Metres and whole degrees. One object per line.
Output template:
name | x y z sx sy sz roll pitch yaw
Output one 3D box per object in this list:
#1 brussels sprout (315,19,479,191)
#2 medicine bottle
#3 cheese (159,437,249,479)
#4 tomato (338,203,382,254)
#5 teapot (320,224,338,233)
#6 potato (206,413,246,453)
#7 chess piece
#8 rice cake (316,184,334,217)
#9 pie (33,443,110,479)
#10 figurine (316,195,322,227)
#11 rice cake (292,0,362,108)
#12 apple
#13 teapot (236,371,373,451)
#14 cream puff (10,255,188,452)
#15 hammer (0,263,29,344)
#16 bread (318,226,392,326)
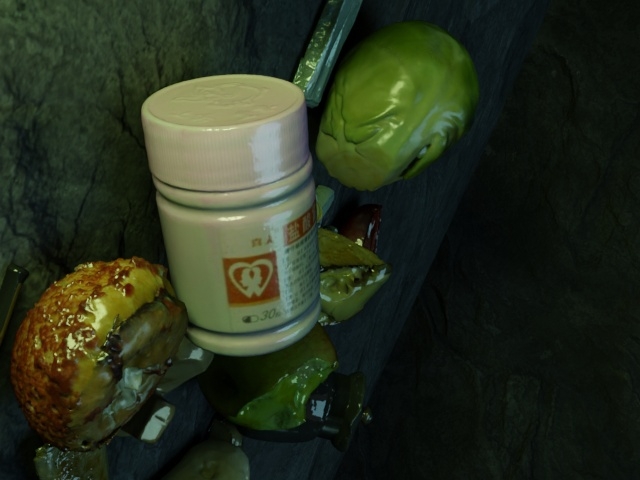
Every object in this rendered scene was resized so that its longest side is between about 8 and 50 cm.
brussels sprout | 0.151 -0.247 1.402 0.344 0.268 0.344 -56 168 -19
medicine bottle | -0.104 -0.032 0.950 0.202 0.202 0.316 -45 140 -48
cheese | -0.248 0.548 1.510 0.251 0.173 0.248 -50 157 -52
tomato | 0.083 0.009 1.849 0.228 0.101 0.228 17 90 -77
teapot | 0.004 0.001 1.680 0.083 0.049 0.064 -28 140 -63
potato | -0.211 0.470 1.632 0.172 0.089 0.100 -67 165 2
chess piece | -0.223 0.167 1.137 0.301 0.137 0.137 -57 161 -14
rice cake | -0.044 -0.028 1.507 0.245 0.045 0.042 -50 158 -39
pie | -0.355 0.348 1.076 0.128 0.068 0.283 -49 156 -45
figurine | -0.085 -0.069 1.138 0.208 0.184 0.128 -18 -154 50
rice cake | 0.011 -0.335 1.252 0.226 0.040 0.085 -67 162 7
apple | -0.101 0.234 1.359 0.226 0.246 0.246 -14 127 -62
teapot | -0.030 0.361 1.635 0.305 0.285 0.223 118 -12 -60
cream puff | -0.265 0.126 0.885 0.240 0.164 0.240 -46 164 -17
hammer | -0.365 0.119 0.812 0.201 0.021 0.078 -67 163 8
bread | -0.002 0.089 1.589 0.262 0.163 0.204 9 120 -43
